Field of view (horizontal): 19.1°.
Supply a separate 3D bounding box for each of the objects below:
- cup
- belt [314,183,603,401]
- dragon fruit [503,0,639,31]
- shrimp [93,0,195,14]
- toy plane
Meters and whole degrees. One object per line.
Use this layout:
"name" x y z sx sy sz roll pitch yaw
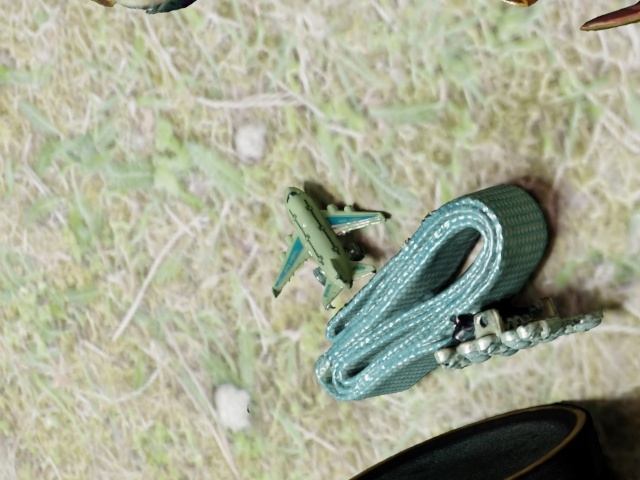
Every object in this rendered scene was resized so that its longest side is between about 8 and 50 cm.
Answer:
"cup" 0.123 0.194 0.990 0.239 0.166 0.177 -17 97 46
"belt" 0.068 0.048 1.059 0.179 0.065 0.100 -45 65 44
"dragon fruit" 0.125 -0.201 0.799 0.227 0.224 0.224 -21 90 3
"shrimp" -0.075 -0.302 1.005 0.445 0.085 0.272 -52 56 44
"toy plane" 0.001 0.001 1.116 0.080 0.033 0.083 -36 57 9
